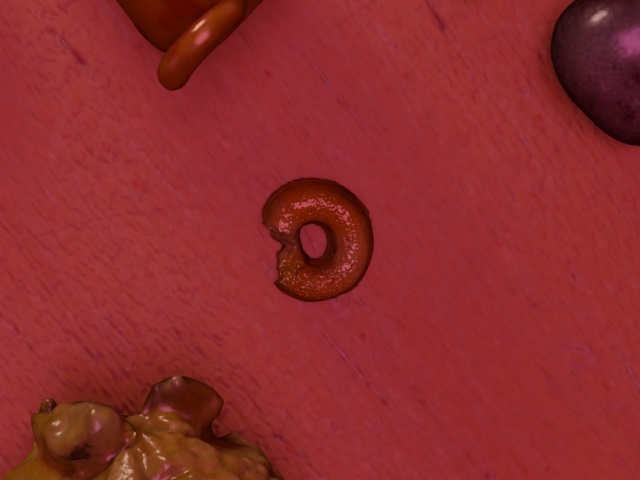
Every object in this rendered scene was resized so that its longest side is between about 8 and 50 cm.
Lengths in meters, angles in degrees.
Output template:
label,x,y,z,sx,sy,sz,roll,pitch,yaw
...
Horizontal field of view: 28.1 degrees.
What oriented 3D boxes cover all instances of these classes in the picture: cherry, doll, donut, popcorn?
label,x,y,z,sx,sy,sz,roll,pitch,yaw
cherry,0.230,-0.146,1.071,0.188,0.115,0.148,-12,134,3
doll,-0.136,-0.264,0.999,0.269,0.162,0.166,46,104,4
donut,0.000,0.000,1.086,0.097,0.043,0.108,-18,100,-3
popcorn,-0.146,0.239,1.003,0.258,0.224,0.270,40,96,1
